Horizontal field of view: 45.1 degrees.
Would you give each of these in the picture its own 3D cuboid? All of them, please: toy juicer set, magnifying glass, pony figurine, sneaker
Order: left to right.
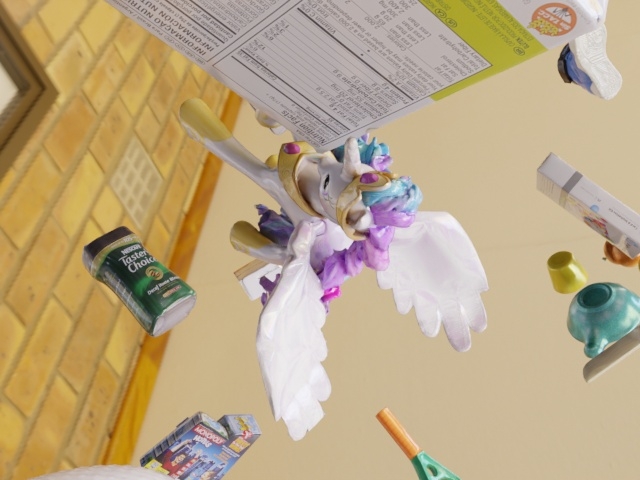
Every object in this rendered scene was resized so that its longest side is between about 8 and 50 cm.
[{"bbox_3d":[0.000,0.000,0.884,0.303,0.351,0.363,-31,-146,-20],"label":"pony figurine"},{"bbox_3d":[0.173,0.371,1.261,0.231,0.026,0.092,48,-148,17],"label":"magnifying glass"},{"bbox_3d":[0.355,-0.261,1.062,0.058,0.152,0.084,-47,-139,1],"label":"sneaker"},{"bbox_3d":[0.530,0.113,1.350,0.209,0.089,0.329,-25,-150,18],"label":"toy juicer set"}]

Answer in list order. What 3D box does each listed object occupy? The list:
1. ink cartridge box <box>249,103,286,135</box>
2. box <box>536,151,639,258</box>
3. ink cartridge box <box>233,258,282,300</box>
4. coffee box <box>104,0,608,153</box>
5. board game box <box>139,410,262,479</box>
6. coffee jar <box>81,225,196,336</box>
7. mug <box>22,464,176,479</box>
[{"bbox_3d":[-0.047,-0.375,1.346,0.395,0.270,0.151,-33,-172,38],"label":"ink cartridge box"},{"bbox_3d":[0.409,-0.049,1.154,0.186,0.145,0.038,39,-86,16],"label":"box"},{"bbox_3d":[-0.150,0.088,1.925,0.109,0.063,0.150,-30,-168,-8],"label":"ink cartridge box"},{"bbox_3d":[0.017,-0.335,0.645,0.334,0.338,0.338,-18,-134,52],"label":"coffee box"},{"bbox_3d":[-0.224,0.400,1.509,0.194,0.194,0.060,-39,-135,0],"label":"board game box"},{"bbox_3d":[-0.290,0.060,1.223,0.184,0.079,0.096,41,-134,16],"label":"coffee jar"},{"bbox_3d":[-0.298,0.465,1.079,0.374,0.276,0.328,1,-179,36],"label":"mug"}]
